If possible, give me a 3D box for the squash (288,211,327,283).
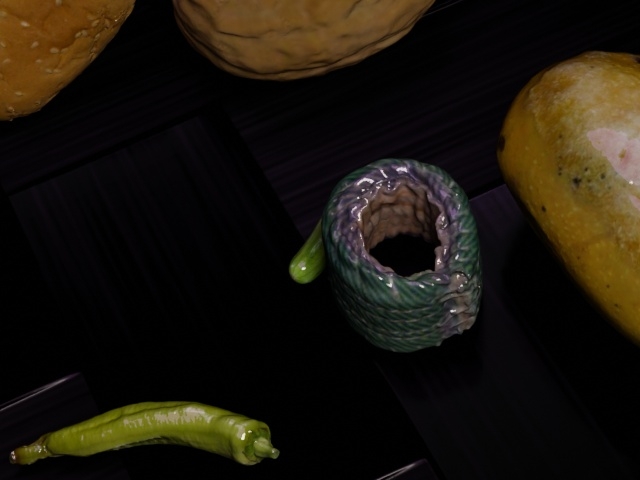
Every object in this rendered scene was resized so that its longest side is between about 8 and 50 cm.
[{"bbox_3d":[0.001,0.000,1.412,0.027,0.027,0.089,18,55,21],"label":"squash"}]

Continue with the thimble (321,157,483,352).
[{"bbox_3d":[0.062,0.010,1.355,0.118,0.090,0.135,-16,55,0],"label":"thimble"}]

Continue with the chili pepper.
[{"bbox_3d":[-0.127,0.143,1.319,0.208,0.043,0.049,-2,78,14],"label":"chili pepper"}]

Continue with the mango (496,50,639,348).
[{"bbox_3d":[0.268,-0.002,1.297,0.176,0.175,0.329,-40,74,17],"label":"mango"}]

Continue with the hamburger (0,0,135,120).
[{"bbox_3d":[-0.237,-0.199,1.507,0.262,0.131,0.124,-45,17,23],"label":"hamburger"}]

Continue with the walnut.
[{"bbox_3d":[-0.011,-0.254,1.484,0.257,0.257,0.224,-21,86,-7],"label":"walnut"}]
